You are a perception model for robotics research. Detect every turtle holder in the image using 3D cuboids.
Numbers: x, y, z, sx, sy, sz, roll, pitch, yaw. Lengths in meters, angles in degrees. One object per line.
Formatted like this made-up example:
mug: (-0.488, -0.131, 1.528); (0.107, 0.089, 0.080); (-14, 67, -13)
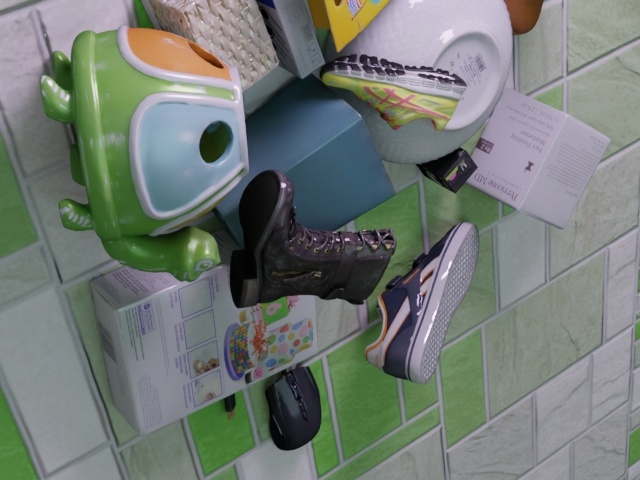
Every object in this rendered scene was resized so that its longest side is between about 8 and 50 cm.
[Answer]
turtle holder: (-0.203, -0.101, 1.311); (0.227, 0.243, 0.320); (-7, 91, -7)

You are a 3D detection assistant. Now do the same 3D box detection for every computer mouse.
computer mouse: (-0.074, 0.284, 1.823); (0.184, 0.060, 0.262); (-23, 127, -29)

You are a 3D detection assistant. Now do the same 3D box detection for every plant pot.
plant pot: (-0.047, -0.092, 1.554); (0.234, 0.166, 0.165); (-36, 133, -8)

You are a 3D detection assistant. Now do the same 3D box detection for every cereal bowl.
cereal bowl: (0.173, -0.267, 1.645); (0.339, 0.141, 0.339); (-19, 125, -29)

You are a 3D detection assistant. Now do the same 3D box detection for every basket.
basket: (-0.142, -0.277, 1.403); (0.113, 0.103, 0.167); (-39, 133, -16)

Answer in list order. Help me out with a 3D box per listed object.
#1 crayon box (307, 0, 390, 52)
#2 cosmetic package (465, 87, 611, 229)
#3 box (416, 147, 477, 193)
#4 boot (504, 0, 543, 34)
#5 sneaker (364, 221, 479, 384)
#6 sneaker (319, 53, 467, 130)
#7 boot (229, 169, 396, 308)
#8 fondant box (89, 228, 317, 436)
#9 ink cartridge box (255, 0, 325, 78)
crayon box: (0.054, -0.420, 1.422); (0.318, 0.081, 0.202); (-51, 140, -36)
cosmetic package: (0.375, -0.142, 1.876); (0.151, 0.151, 0.184); (19, 101, -44)
box: (0.208, -0.129, 1.793); (0.062, 0.083, 0.052); (-49, 135, -5)
boot: (0.375, -0.431, 1.654); (0.109, 0.220, 0.283); (-14, 123, -33)
sneaker: (0.177, 0.094, 1.885); (0.321, 0.127, 0.126); (-62, 147, -28)
sneaker: (0.098, -0.202, 1.515); (0.208, 0.081, 0.094); (11, 116, -5)
boot: (0.000, 0.000, 1.495); (0.229, 0.091, 0.263); (-3, 139, -21)
fondant box: (-0.166, 0.120, 1.625); (0.330, 0.096, 0.238); (-22, 127, -28)
ink cartridge box: (-0.065, -0.325, 1.443); (0.046, 0.097, 0.207); (-37, 133, -17)
